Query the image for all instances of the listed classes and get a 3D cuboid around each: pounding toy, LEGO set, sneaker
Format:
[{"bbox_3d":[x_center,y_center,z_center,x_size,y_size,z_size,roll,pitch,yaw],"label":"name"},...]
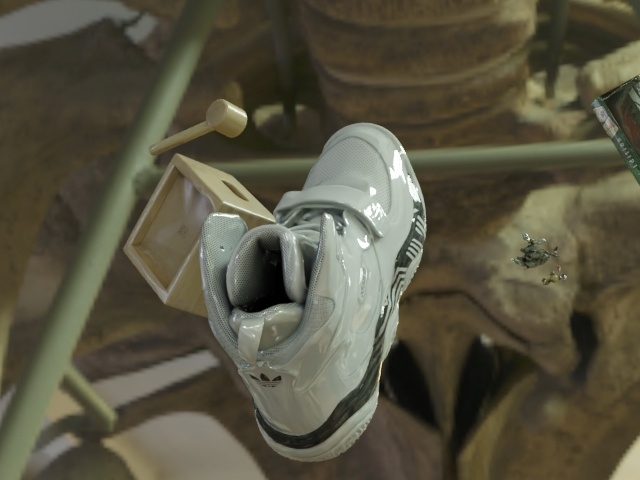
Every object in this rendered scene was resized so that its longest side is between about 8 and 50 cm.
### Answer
[{"bbox_3d":[-0.120,-0.048,1.356,0.094,0.181,0.206,21,-76,-39],"label":"pounding toy"},{"bbox_3d":[0.242,0.025,1.371,0.083,0.023,0.054,36,-43,-20],"label":"LEGO set"},{"bbox_3d":[0.000,0.000,1.145,0.137,0.365,0.210,1,-34,20],"label":"sneaker"}]

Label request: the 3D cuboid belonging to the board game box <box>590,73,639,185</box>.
[{"bbox_3d":[0.403,-0.064,1.294,0.136,0.259,0.030,-28,-6,-21],"label":"board game box"}]
